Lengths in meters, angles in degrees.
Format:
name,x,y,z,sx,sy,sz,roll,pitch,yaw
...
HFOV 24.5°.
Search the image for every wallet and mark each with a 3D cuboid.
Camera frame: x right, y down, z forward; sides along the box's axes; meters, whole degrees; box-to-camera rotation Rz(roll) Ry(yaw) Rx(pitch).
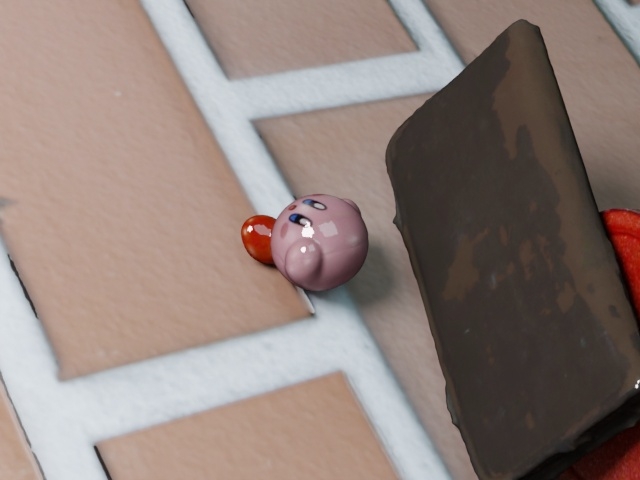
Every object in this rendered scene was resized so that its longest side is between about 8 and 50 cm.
name,x,y,z,sx,sy,sz,roll,pitch,yaw
wallet,0.130,0.011,1.004,0.042,0.165,0.310,13,48,-33

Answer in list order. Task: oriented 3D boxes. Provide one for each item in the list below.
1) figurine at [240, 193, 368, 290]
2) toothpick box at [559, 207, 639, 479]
name,x,y,z,sx,sy,sz,roll,pitch,yaw
figurine,0.000,0.000,1.014,0.083,0.071,0.067,-37,117,-33
toothpick box,0.337,0.086,1.014,0.333,0.204,0.204,3,53,-22
